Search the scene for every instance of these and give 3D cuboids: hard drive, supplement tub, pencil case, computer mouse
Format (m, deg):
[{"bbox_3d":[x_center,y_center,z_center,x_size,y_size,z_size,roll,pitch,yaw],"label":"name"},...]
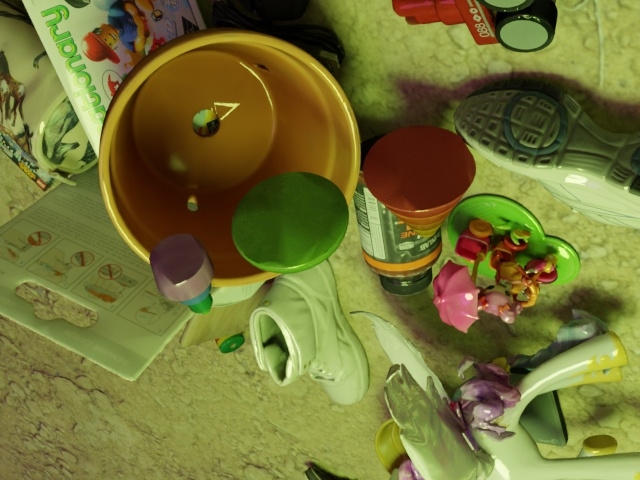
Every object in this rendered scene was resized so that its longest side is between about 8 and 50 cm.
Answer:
[{"bbox_3d":[0.293,0.233,1.214,0.094,0.022,0.135,0,125,35],"label":"hard drive"},{"bbox_3d":[0.098,-0.027,1.068,0.106,0.106,0.198,10,131,28],"label":"supplement tub"},{"bbox_3d":[-0.467,-0.248,1.203,0.410,0.160,0.184,34,104,14],"label":"pencil case"},{"bbox_3d":[-0.057,-0.317,0.954,0.188,0.072,0.272,23,136,18],"label":"computer mouse"}]

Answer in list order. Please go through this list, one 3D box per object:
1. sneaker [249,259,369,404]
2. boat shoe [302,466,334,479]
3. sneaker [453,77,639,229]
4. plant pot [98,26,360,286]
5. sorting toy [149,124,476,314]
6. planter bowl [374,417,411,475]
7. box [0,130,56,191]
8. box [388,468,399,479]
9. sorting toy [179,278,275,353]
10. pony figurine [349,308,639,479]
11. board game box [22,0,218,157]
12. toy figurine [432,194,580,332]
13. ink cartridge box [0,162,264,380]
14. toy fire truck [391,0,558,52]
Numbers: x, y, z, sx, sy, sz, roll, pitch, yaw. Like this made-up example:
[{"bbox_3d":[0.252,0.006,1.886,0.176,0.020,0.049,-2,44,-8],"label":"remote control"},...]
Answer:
[{"bbox_3d":[-0.023,0.175,1.280,0.108,0.169,0.293,0,126,33],"label":"sneaker"},{"bbox_3d":[0.062,0.473,1.571,0.206,0.075,0.065,35,95,12],"label":"boat shoe"},{"bbox_3d":[0.274,-0.074,0.907,0.297,0.111,0.129,28,160,24],"label":"sneaker"},{"bbox_3d":[-0.120,-0.116,1.016,0.291,0.290,0.203,67,174,-27],"label":"plant pot"},{"bbox_3d":[0.000,0.000,0.948,0.126,0.365,0.127,72,175,-54],"label":"sorting toy"},{"bbox_3d":[0.198,0.308,1.293,0.217,0.090,0.217,18,136,18],"label":"planter bowl"},{"bbox_3d":[-0.489,-0.156,1.428,0.137,0.027,0.094,45,139,-7],"label":"box"},{"bbox_3d":[0.188,0.410,1.255,0.170,0.091,0.130,-13,120,39],"label":"box"},{"bbox_3d":[-0.151,0.095,1.341,0.046,0.132,0.275,57,140,26],"label":"sorting toy"},{"bbox_3d":[0.207,0.230,1.059,0.363,0.303,0.351,-24,105,7],"label":"pony figurine"},{"bbox_3d":[-0.230,-0.222,1.083,0.053,0.192,0.305,-126,14,-59],"label":"board game box"},{"bbox_3d":[0.205,0.050,1.018,0.173,0.159,0.130,24,135,16],"label":"toy figurine"},{"bbox_3d":[-0.249,0.023,1.145,0.308,0.385,0.091,22,135,19],"label":"ink cartridge box"},{"bbox_3d":[0.088,-0.286,0.801,0.246,0.159,0.217,-1,155,31],"label":"toy fire truck"}]
